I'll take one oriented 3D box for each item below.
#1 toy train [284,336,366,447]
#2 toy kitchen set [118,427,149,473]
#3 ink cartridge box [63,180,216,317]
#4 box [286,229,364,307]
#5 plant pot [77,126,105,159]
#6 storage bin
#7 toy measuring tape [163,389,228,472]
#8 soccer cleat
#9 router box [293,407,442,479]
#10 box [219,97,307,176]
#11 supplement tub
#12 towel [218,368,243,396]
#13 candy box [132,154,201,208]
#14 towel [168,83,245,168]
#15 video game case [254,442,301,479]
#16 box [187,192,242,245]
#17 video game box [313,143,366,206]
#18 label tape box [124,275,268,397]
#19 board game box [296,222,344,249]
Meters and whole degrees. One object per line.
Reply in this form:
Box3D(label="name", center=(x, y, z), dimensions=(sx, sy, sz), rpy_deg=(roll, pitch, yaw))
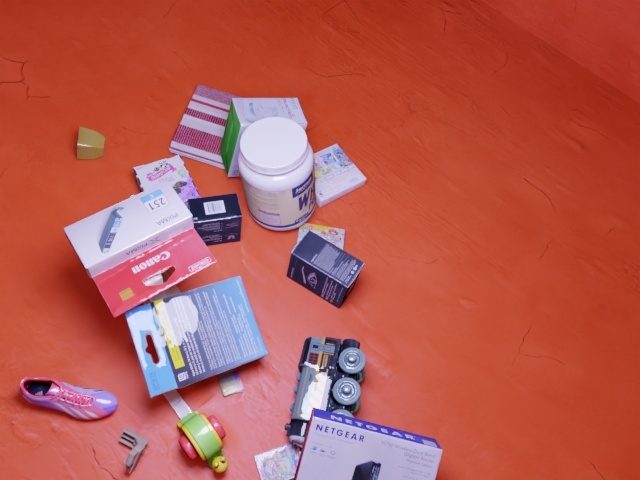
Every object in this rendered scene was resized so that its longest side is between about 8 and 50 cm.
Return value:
Box3D(label="toy train", center=(0.018, 0.423, 1.569), dimensions=(0.190, 0.142, 0.334), rpy_deg=(8, 59, 9))
Box3D(label="toy kitchen set", center=(-0.496, 0.541, 1.439), dimensions=(0.075, 0.083, 0.068), rpy_deg=(26, 100, 6))
Box3D(label="ink cartridge box", center=(-0.460, 0.012, 1.455), dimensions=(0.296, 0.066, 0.261), rpy_deg=(-30, 68, -22))
Box3D(label="box", center=(0.011, 0.090, 1.749), dimensions=(0.207, 0.153, 0.108), rpy_deg=(32, 59, 9))
Box3D(label="plant pot", center=(-0.773, -0.323, 1.904), dimensions=(0.083, 0.081, 0.082), rpy_deg=(5, 58, -21))
Box3D(label="storage bin", center=(-0.504, 0.060, 1.610), dimensions=(0.123, 0.262, 0.260), rpy_deg=(-31, 69, -24))
Box3D(label="toy measuring tape", center=(-0.345, 0.465, 1.481), dimensions=(0.121, 0.121, 0.330), rpy_deg=(-32, 69, -25))
Box3D(label="soccer cleat", center=(-0.657, 0.407, 1.470), dimensions=(0.247, 0.095, 0.083), rpy_deg=(13, 58, -2))
Box3D(label="router box", center=(0.100, 0.611, 1.408), dimensions=(0.335, 0.082, 0.301), rpy_deg=(14, 89, -1))
Box3D(label="box", center=(-0.195, -0.341, 1.892), dimensions=(0.231, 0.262, 0.127), rpy_deg=(-8, 61, -24))
Box3D(label="supplement tub", center=(-0.134, -0.205, 1.783), dimensions=(0.235, 0.325, 0.236), rpy_deg=(-1, 59, 1))
Box3D(label="towel", center=(-0.257, 0.397, 1.599), dimensions=(0.060, 0.009, 0.083), rpy_deg=(-15, 62, -18))
Box3D(label="candy box", center=(-0.505, -0.171, 1.862), dimensions=(0.164, 0.070, 0.196), rpy_deg=(-21, 66, -21))
Box3D(label="towel", center=(-0.385, -0.413, 2.053), dimensions=(0.237, 0.037, 0.329), rpy_deg=(17, 59, -2))
Box3D(label="video game case", center=(-0.106, 0.597, 1.504), dimensions=(0.122, 0.011, 0.087), rpy_deg=(-14, 62, -18))
Box3D(label="box", center=(-0.333, -0.062, 1.775), dimensions=(0.155, 0.158, 0.093), rpy_deg=(-8, 62, -15))
Box3D(label="video game box", center=(0.028, -0.234, 2.011), dimensions=(0.205, 0.048, 0.187), rpy_deg=(-28, 69, -24))
Box3D(label="label tape box", center=(-0.344, 0.263, 1.549), dimensions=(0.333, 0.106, 0.241), rpy_deg=(-15, 78, -28))
Box3D(label="board game box", center=(0.000, 0.000, 1.875), dimensions=(0.154, 0.026, 0.104), rpy_deg=(9, 58, -5))
